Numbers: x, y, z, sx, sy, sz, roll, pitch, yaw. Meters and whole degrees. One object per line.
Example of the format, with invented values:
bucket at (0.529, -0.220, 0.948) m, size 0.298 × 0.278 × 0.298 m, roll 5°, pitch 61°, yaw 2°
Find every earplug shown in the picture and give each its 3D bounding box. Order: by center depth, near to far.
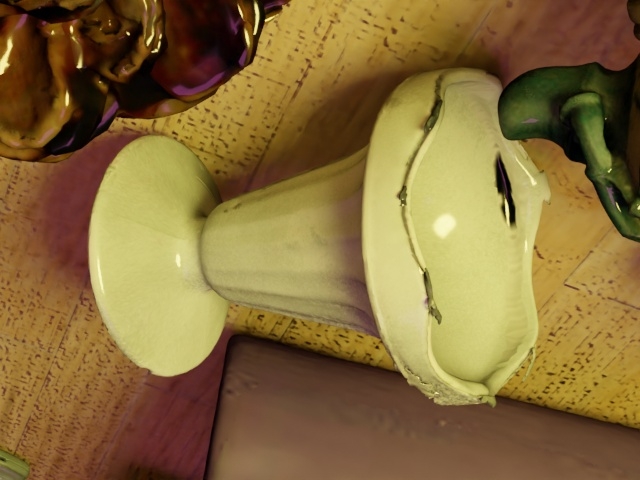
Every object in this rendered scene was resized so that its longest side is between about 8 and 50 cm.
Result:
earplug at (0.143, 0.198, 0.989) m, size 0.455 × 0.215 × 0.215 m, roll 10°, pitch 143°, yaw -3°

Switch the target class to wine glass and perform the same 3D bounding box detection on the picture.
wine glass at (0.000, 0.000, 0.811) m, size 0.196 × 0.165 × 0.165 m, roll -1°, pitch 142°, yaw 30°

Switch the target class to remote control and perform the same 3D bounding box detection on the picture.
remote control at (-0.266, 0.185, 1.231) m, size 0.053 × 0.018 × 0.124 m, roll 29°, pitch 140°, yaw -20°

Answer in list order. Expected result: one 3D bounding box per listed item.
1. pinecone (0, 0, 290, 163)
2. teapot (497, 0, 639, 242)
pinecone at (-0.106, -0.136, 0.577) m, size 0.243 × 0.257 × 0.243 m, roll -5°, pitch 139°, yaw -4°
teapot at (0.195, -0.082, 0.616) m, size 0.269 × 0.173 × 0.183 m, roll -25°, pitch 98°, yaw 24°
